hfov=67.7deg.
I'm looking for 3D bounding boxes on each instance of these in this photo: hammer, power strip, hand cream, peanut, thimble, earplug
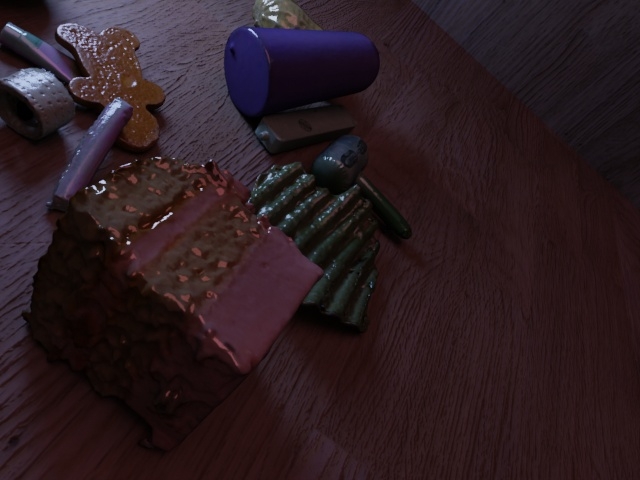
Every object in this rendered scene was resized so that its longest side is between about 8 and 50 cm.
[{"bbox_3d":[0.127,-0.126,1.294,0.335,0.119,0.206,47,42,-8],"label":"hammer"},{"bbox_3d":[-0.037,-0.316,1.338,0.385,0.062,0.091,-27,77,-47],"label":"power strip"},{"bbox_3d":[-0.565,-0.380,0.993,0.174,0.047,0.076,30,44,-30],"label":"hand cream"},{"bbox_3d":[-0.066,-0.625,1.489,0.340,0.158,0.174,32,27,-18],"label":"peanut"},{"bbox_3d":[-0.524,-0.252,0.876,0.115,0.102,0.090,58,37,-24],"label":"thimble"},{"bbox_3d":[-0.021,-0.474,1.311,0.456,0.215,0.215,-20,72,-36],"label":"earplug"}]

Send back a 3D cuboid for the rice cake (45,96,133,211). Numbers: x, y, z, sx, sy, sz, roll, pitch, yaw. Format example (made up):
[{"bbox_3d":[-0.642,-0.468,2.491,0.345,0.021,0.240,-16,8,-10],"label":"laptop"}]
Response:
[{"bbox_3d":[-0.427,-0.165,0.895,0.055,0.049,0.270,38,51,-32],"label":"rice cake"}]

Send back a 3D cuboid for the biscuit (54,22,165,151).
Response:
[{"bbox_3d":[-0.444,-0.327,1.030,0.205,0.049,0.324,-18,76,-45],"label":"biscuit"}]

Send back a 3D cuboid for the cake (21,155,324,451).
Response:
[{"bbox_3d":[-0.209,0.077,0.718,0.307,0.314,0.293,43,40,0],"label":"cake"}]

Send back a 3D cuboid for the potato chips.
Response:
[{"bbox_3d":[0.000,0.007,1.084,0.373,0.097,0.389,26,48,-20],"label":"potato chips"}]
